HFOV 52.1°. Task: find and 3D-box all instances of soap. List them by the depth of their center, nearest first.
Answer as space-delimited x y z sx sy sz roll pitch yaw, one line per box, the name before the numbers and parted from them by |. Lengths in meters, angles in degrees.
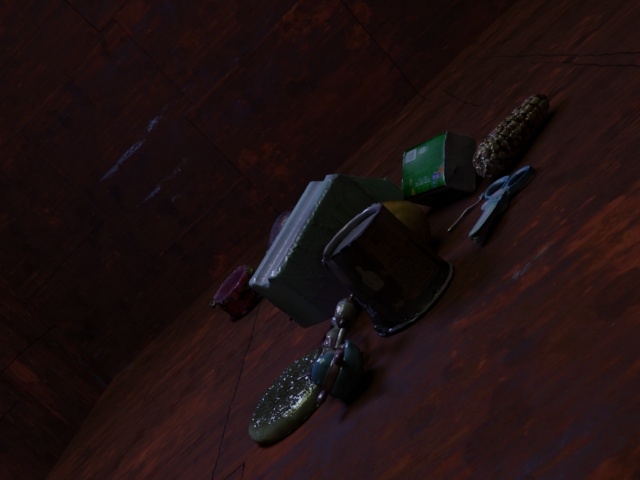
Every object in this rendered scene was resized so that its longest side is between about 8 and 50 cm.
soap | 0.041 0.005 1.678 0.156 0.261 0.446 -28 28 54

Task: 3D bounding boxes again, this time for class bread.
bread | -0.066 0.339 1.449 0.267 0.040 0.267 -42 11 10

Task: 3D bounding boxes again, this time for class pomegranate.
pomegranate | 0.162 -0.009 1.554 0.196 0.196 0.196 -42 11 10

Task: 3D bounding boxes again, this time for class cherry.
cherry | -0.092 -0.011 2.435 0.300 0.203 0.230 -48 15 30

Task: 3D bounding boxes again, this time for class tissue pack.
tissue pack | 0.330 -0.179 1.722 0.209 0.156 0.148 162 116 -64

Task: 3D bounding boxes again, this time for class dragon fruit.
dragon fruit | -0.316 0.215 2.624 0.282 0.147 0.211 -42 20 29

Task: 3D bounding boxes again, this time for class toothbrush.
toothbrush | 0.343 -0.065 1.539 0.131 0.011 0.013 -45 23 -8

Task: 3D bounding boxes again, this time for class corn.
corn | 0.473 -0.257 1.607 0.280 0.092 0.092 -44 10 -23

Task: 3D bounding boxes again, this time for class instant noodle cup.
instant noodle cup | 0.131 0.051 1.367 0.217 0.207 0.217 -41 11 10

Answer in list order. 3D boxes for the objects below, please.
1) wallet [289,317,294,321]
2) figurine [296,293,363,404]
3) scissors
wallet | -0.024 0.169 1.915 0.095 0.026 0.176 -14 25 29
figurine | 0.046 0.211 1.320 0.205 0.103 0.260 -61 4 14
scissors | 0.376 -0.076 1.405 0.125 0.030 0.256 -31 14 49
